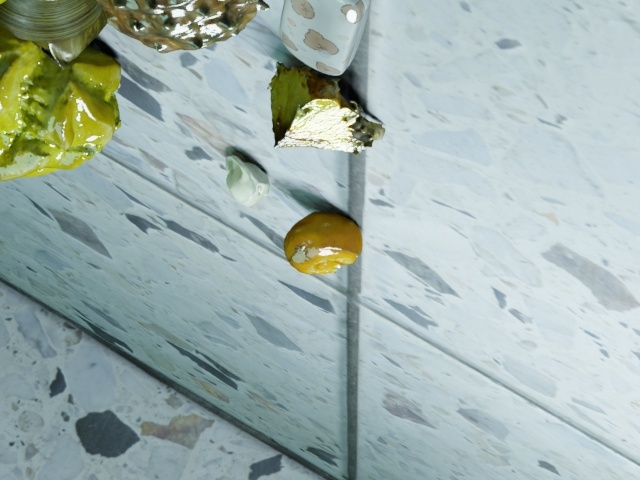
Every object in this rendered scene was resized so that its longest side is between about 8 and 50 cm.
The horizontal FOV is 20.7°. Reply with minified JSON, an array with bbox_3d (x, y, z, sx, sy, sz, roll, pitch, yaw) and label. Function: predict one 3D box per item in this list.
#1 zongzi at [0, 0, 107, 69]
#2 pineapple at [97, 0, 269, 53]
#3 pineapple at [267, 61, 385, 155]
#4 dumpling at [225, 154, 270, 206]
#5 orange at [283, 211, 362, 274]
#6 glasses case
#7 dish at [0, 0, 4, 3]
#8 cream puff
[{"bbox_3d":[-0.279,-0.284,1.475,0.241,0.111,0.247,37,160,3],"label":"zongzi"},{"bbox_3d":[-0.101,-0.246,1.172,0.170,0.141,0.310,57,167,24],"label":"pineapple"},{"bbox_3d":[0.006,-0.104,1.536,0.114,0.077,0.114,23,173,-20],"label":"pineapple"},{"bbox_3d":[-0.083,-0.066,1.885,0.059,0.043,0.077,47,-177,10],"label":"dumpling"},{"bbox_3d":[0.000,0.000,1.878,0.086,0.062,0.086,-9,161,-3],"label":"orange"},{"bbox_3d":[0.002,-0.173,1.366,0.063,0.041,0.164,31,165,3],"label":"glasses case"},{"bbox_3d":[-0.271,-0.274,1.299,0.262,0.221,0.108,53,-159,23],"label":"dish"},{"bbox_3d":[-0.309,-0.161,1.799,0.221,0.194,0.195,29,165,-5],"label":"cream puff"}]
